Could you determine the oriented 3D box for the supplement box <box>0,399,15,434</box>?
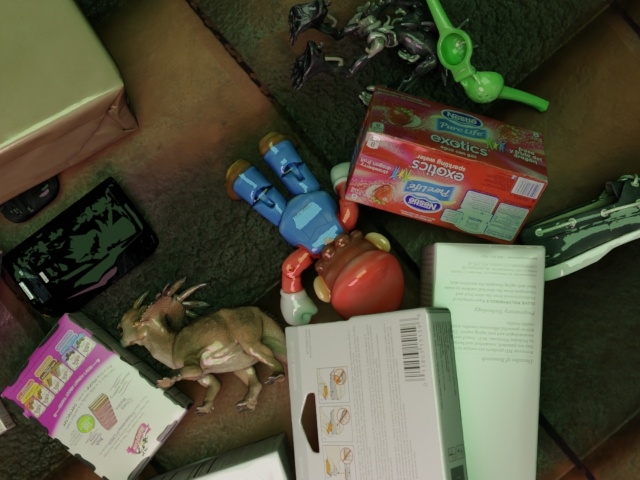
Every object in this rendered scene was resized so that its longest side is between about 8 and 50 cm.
[{"bbox_3d":[-0.525,0.261,1.190,0.062,0.036,0.098,-31,87,0],"label":"supplement box"}]

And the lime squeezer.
[{"bbox_3d":[0.220,-0.267,1.101,0.310,0.059,0.110,42,70,-19],"label":"lime squeezer"}]

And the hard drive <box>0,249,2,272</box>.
[{"bbox_3d":[-0.612,0.082,1.175,0.255,0.054,0.171,4,88,13],"label":"hard drive"}]

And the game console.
[{"bbox_3d":[-0.433,-0.072,1.198,0.213,0.044,0.361,-37,87,-1],"label":"game console"}]

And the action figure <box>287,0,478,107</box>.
[{"bbox_3d":[0.085,-0.286,1.144,0.276,0.141,0.163,-5,78,-24],"label":"action figure"}]

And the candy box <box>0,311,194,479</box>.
[{"bbox_3d":[-0.332,0.239,1.166,0.233,0.071,0.159,39,89,4],"label":"candy box"}]

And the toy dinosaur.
[{"bbox_3d":[-0.151,0.141,1.147,0.296,0.127,0.200,-1,53,-13],"label":"toy dinosaur"}]

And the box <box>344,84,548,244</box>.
[{"bbox_3d":[0.175,-0.106,1.101,0.257,0.122,0.128,15,133,-3],"label":"box"}]

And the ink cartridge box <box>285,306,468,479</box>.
[{"bbox_3d":[0.068,0.236,1.014,0.239,0.060,0.274,-12,78,40],"label":"ink cartridge box"}]

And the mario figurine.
[{"bbox_3d":[0.000,0.000,1.160,0.320,0.170,0.198,51,125,13],"label":"mario figurine"}]

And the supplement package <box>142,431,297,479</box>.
[{"bbox_3d":[-0.150,0.392,1.122,0.244,0.134,0.139,-20,87,1],"label":"supplement package"}]

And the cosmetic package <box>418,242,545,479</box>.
[{"bbox_3d":[0.212,0.188,1.087,0.155,0.197,0.365,2,89,1],"label":"cosmetic package"}]

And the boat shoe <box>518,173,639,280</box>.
[{"bbox_3d":[0.438,-0.046,1.129,0.303,0.114,0.091,-28,93,0],"label":"boat shoe"}]

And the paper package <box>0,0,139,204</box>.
[{"bbox_3d":[-0.475,-0.249,1.112,0.310,0.168,0.324,-32,82,-10],"label":"paper package"}]
